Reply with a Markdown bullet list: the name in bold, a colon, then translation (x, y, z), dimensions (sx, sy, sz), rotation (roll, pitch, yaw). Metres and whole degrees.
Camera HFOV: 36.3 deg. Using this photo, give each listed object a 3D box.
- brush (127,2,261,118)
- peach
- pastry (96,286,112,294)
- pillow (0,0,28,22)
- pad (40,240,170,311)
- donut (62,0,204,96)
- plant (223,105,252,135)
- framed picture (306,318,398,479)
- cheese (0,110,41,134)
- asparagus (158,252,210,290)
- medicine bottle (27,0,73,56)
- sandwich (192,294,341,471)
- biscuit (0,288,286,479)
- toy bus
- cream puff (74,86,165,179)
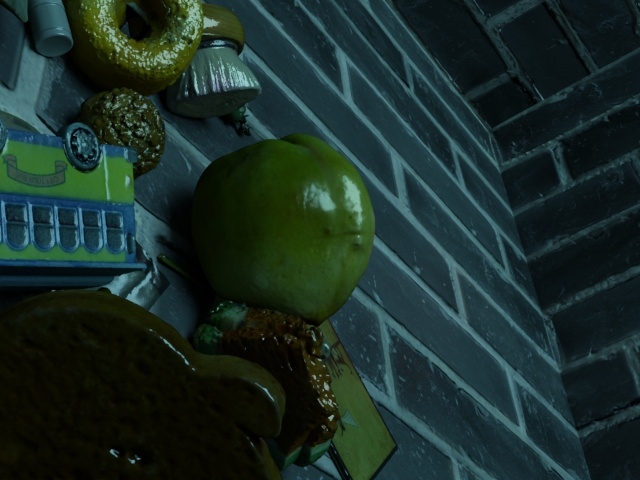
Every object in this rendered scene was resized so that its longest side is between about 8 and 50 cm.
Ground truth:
- **brush**: translation (-0.242, -0.329, 1.779), dimensions (0.267, 0.174, 0.166), rotation (4, 70, -54)
- **peach**: translation (-0.069, -0.018, 1.617), dimensions (0.282, 0.314, 0.315), rotation (-4, 92, -30)
- **pastry**: translation (-0.247, 0.184, 1.155), dimensions (0.235, 0.132, 0.240), rotation (57, -7, -5)
- **pillow**: translation (-0.525, -0.506, 1.423), dimensions (0.310, 0.119, 0.312), rotation (46, 27, -40)
- **pad**: translation (-0.314, 0.029, 1.317), dimensions (0.233, 0.022, 0.174), rotation (54, 43, -21)
- **donut**: translation (-0.308, -0.364, 1.614), dimensions (0.254, 0.118, 0.253), rotation (8, 74, -28)
- **plant**: translation (-0.168, -0.254, 1.984), dimensions (0.102, 0.051, 0.051), rotation (53, 22, -46)
- **framed picture**: translation (0.029, 0.285, 1.825), dimensions (0.338, 0.014, 0.255), rotation (62, 22, 2)
- **cheese**: translation (-0.400, -0.129, 1.361), dimensions (0.192, 0.037, 0.097), rotation (4, 61, -65)
- **asparagus**: translation (-0.218, 0.052, 1.566), dimensions (0.114, 0.014, 0.015), rotation (39, 10, -41)
- **medicine bottle**: translation (-0.424, -0.340, 1.523), dimensions (0.058, 0.058, 0.091), rotation (19, 47, -58)
- **sandwich**: translation (-0.067, 0.220, 1.477), dimensions (0.109, 0.212, 0.292), rotation (-32, 107, -53)
- **biscuit**: translation (-0.194, 0.223, 1.002), dimensions (0.394, 0.351, 0.070), rotation (62, 8, -14)
- **toy bus**: translation (-0.357, -0.039, 1.120), dimensions (0.312, 0.152, 0.190), rotation (4, 78, -58)
- **cream puff**: translation (-0.303, -0.169, 1.511), dimensions (0.150, 0.115, 0.165), rotation (49, 24, -36)
